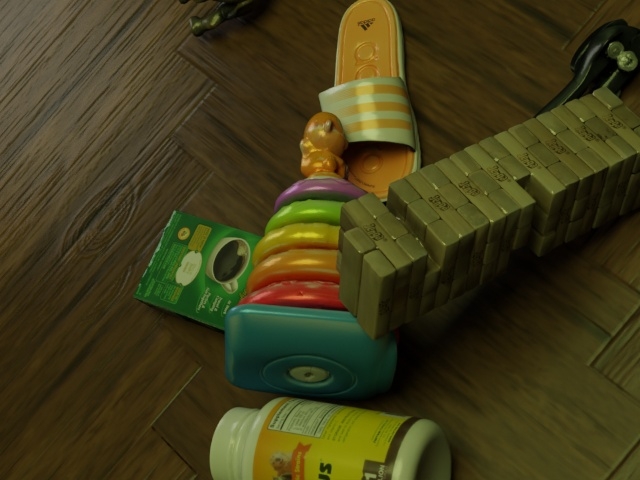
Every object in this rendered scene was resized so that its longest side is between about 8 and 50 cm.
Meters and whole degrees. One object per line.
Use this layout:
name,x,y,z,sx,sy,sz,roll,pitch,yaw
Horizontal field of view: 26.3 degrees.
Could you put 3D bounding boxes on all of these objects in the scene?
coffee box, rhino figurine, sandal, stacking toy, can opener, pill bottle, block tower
coffee box,-0.103,0.043,1.477,0.184,0.040,0.113,15,74,31
rhino figurine,-0.111,-0.367,1.656,0.106,0.073,0.243,-13,61,24
sandal,0.043,-0.164,1.483,0.102,0.076,0.265,-14,62,19
stacking toy,0.000,0.000,1.370,0.166,0.175,0.301,5,60,-1
can opener,0.265,-0.144,1.391,0.059,0.073,0.186,37,88,-5
pill bottle,0.007,0.213,1.298,0.215,0.117,0.117,5,69,28
block tower,0.166,-0.033,1.264,0.335,0.097,0.091,-24,54,-23
